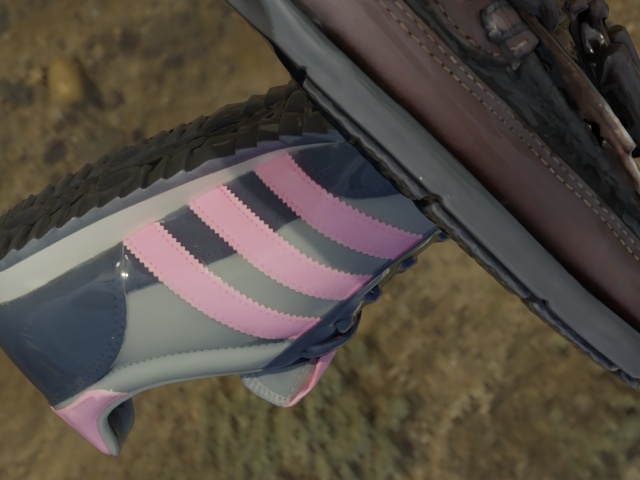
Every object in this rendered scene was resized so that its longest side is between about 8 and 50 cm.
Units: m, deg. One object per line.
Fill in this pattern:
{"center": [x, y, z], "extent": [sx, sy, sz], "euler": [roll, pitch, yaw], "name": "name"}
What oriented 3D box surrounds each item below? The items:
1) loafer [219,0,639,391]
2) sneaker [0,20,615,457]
{"center": [0.018, -0.081, 0.458], "extent": [0.302, 0.109, 0.095], "euler": [42, 96, -12], "name": "loafer"}
{"center": [0.000, 0.000, 0.795], "extent": [0.319, 0.112, 0.131], "euler": [-19, 110, 21], "name": "sneaker"}
